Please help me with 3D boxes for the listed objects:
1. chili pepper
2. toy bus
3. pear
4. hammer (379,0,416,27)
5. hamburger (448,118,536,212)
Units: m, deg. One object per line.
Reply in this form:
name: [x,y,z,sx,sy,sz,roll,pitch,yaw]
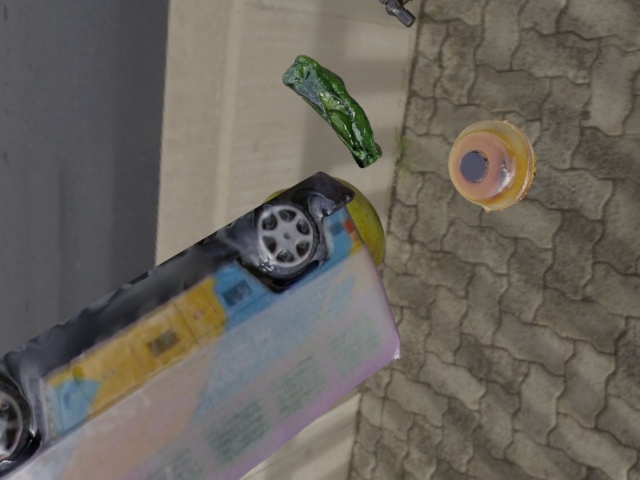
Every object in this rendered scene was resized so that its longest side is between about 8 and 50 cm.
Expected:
chili pepper: [0.027,-0.141,0.808,0.050,0.182,0.073,-48,40,-5]
toy bus: [-0.118,0.111,0.507,0.162,0.386,0.171,60,151,-5]
pear: [0.000,0.000,1.030,0.200,0.200,0.200,12,108,40]
hammer: [0.166,-0.375,1.004,0.065,0.178,0.021,50,168,10]
hamburger: [0.417,-0.185,1.687,0.236,0.147,0.237,15,111,45]
